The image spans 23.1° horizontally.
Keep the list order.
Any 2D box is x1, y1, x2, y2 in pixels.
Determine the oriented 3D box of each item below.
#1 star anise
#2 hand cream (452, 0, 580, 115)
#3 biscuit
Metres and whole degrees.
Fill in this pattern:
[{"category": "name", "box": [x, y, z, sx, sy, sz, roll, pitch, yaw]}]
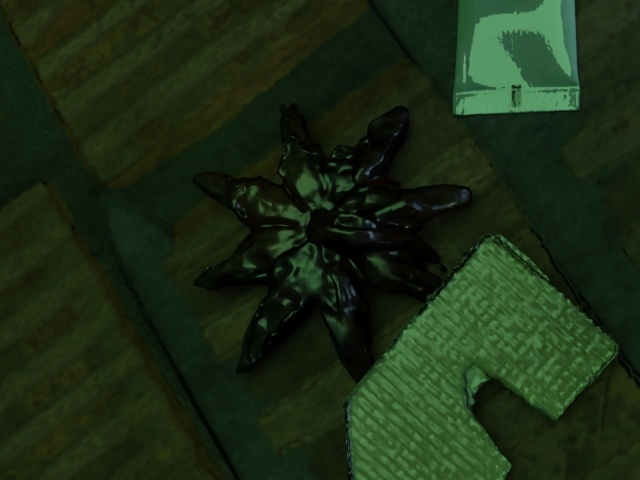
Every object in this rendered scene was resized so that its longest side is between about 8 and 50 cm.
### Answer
[{"category": "star anise", "box": [0.000, 0.000, 1.312, 0.272, 0.102, 0.272, -2, 80, 13]}, {"category": "hand cream", "box": [0.167, -0.268, 1.347, 0.109, 0.067, 0.320, -1, 83, 16]}, {"category": "biscuit", "box": [0.113, 0.130, 1.265, 0.147, 0.046, 0.250, 39, 92, 4]}]
